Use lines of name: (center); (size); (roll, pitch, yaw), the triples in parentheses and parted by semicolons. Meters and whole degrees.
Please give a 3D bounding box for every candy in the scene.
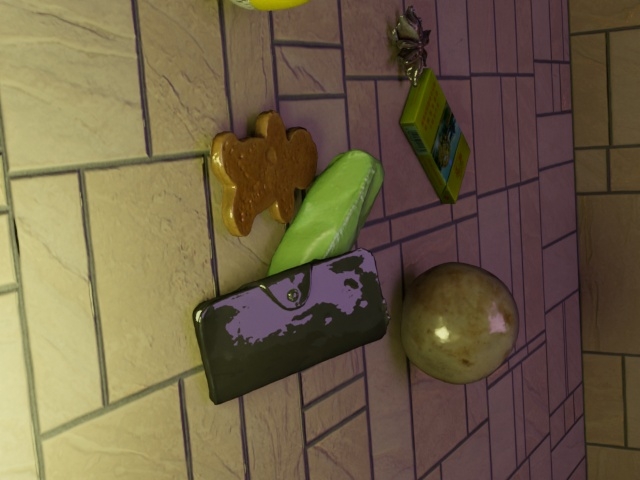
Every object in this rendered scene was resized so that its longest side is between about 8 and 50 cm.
candy: (0.017, -0.016, 1.802); (0.142, 0.132, 0.344); (47, 60, -37)

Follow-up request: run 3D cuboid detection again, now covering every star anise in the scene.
star anise: (0.224, -0.469, 2.255); (0.182, 0.065, 0.195); (6, 81, -64)

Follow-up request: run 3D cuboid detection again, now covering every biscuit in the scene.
biscuit: (-0.102, -0.131, 1.723); (0.339, 0.047, 0.216); (-38, 125, -55)

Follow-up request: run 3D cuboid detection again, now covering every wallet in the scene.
wallet: (-0.045, 0.145, 1.650); (0.377, 0.051, 0.197); (-18, 109, -26)

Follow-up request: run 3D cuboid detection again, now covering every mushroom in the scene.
mushroom: (0.339, 0.207, 2.273); (0.290, 0.297, 0.298); (54, 40, -79)

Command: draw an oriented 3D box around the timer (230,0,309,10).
timer: (-0.040, -0.525, 1.568); (0.285, 0.285, 0.285); (0, 90, -59)

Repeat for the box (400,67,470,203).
box: (0.305, -0.266, 2.406); (0.335, 0.047, 0.187); (54, 45, -46)
